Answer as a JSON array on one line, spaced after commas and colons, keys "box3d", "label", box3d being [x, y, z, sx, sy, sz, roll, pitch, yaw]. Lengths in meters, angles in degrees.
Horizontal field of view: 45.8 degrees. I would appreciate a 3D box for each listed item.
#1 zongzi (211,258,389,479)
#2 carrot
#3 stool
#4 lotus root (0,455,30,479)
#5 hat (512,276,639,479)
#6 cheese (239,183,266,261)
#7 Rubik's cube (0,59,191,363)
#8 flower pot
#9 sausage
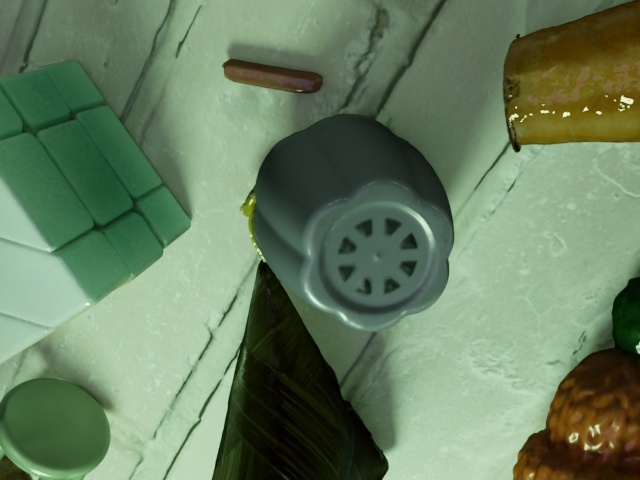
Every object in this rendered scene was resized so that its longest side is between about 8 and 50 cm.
[{"box3d": [-0.090, 0.303, 1.034, 0.208, 0.403, 0.432, -2, 122, 30], "label": "zongzi"}, {"box3d": [0.358, -0.198, 0.901, 0.254, 0.196, 0.195, -4, 109, 28], "label": "carrot"}, {"box3d": [-0.495, 0.368, 1.315, 0.195, 0.195, 0.198, 40, 119, -2], "label": "stool"}, {"box3d": [-0.637, 0.497, 1.465, 0.261, 0.074, 0.170, 43, 112, -4], "label": "lotus root"}, {"box3d": [0.401, 0.247, 0.989, 0.285, 0.285, 0.400, 3, 107, 14], "label": "hat"}, {"box3d": [0.000, 0.000, 1.111, 0.250, 0.064, 0.156, 32, 113, -7], "label": "cheese"}, {"box3d": [-0.439, -0.028, 1.084, 0.319, 0.316, 0.321, -30, 101, 22], "label": "Rubik's cube"}, {"box3d": [0.052, -0.017, 0.955, 0.265, 0.243, 0.265, -2, 105, -9], "label": "flower pot"}, {"box3d": [-0.069, -0.230, 1.062, 0.147, 0.030, 0.035, 10, 111, 11], "label": "sausage"}]
